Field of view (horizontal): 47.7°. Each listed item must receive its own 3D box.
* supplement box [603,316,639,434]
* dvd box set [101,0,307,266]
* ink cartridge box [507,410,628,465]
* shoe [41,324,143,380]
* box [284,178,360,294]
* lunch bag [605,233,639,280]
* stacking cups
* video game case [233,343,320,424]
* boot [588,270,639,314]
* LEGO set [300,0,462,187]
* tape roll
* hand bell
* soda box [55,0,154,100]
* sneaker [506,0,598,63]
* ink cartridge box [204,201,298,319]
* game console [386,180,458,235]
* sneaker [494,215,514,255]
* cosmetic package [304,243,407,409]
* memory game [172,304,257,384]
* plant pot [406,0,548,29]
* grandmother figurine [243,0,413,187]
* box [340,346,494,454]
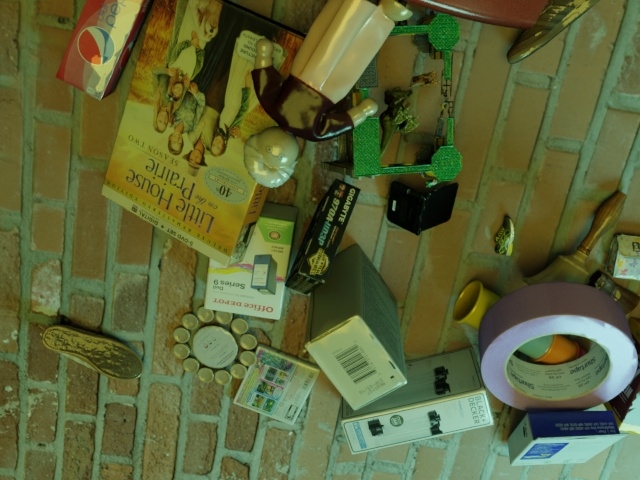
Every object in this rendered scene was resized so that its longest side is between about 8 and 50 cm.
[{"bbox_3d":[0.701,0.285,1.459,0.191,0.129,0.194,13,112,-3],"label":"supplement box"},{"bbox_3d":[-0.206,-0.206,1.269,0.308,0.062,0.420,29,111,17],"label":"dvd box set"},{"bbox_3d":[0.478,0.390,1.438,0.165,0.065,0.332,-2,155,3],"label":"ink cartridge box"},{"bbox_3d":[-0.476,0.231,1.527,0.219,0.058,0.076,27,79,-13],"label":"shoe"},{"bbox_3d":[0.000,0.000,1.293,0.051,0.220,0.175,23,77,-4],"label":"box"},{"bbox_3d":[0.600,0.031,1.403,0.071,0.053,0.083,8,103,-2],"label":"lunch bag"},{"bbox_3d":[0.424,0.188,1.453,0.316,0.096,0.096,27,110,-10],"label":"stacking cups"},{"bbox_3d":[-0.095,0.311,1.559,0.143,0.019,0.157,22,112,-6],"label":"video game case"},{"bbox_3d":[0.570,0.128,1.454,0.114,0.037,0.106,33,112,-15],"label":"boot"},{"bbox_3d":[0.109,-0.246,1.271,0.255,0.192,0.331,-15,105,-17],"label":"LEGO set"},{"bbox_3d":[0.436,0.205,1.350,0.275,0.090,0.274,3,130,4],"label":"tape roll"},{"bbox_3d":[0.510,0.013,1.386,0.126,0.126,0.242,32,97,-10],"label":"hand bell"},{"bbox_3d":[-0.360,-0.382,1.257,0.092,0.083,0.263,27,111,-8],"label":"soda box"},{"bbox_3d":[0.389,-0.384,1.249,0.188,0.066,0.071,-37,89,10],"label":"sneaker"},{"bbox_3d":[-0.136,0.034,1.410,0.154,0.093,0.212,10,113,-2],"label":"ink cartridge box"},{"bbox_3d":[0.190,-0.073,1.366,0.107,0.071,0.122,28,150,18],"label":"game console"},{"bbox_3d":[0.356,-0.007,1.407,0.035,0.031,0.083,-2,112,3],"label":"sneaker"},{"bbox_3d":[0.065,0.147,1.332,0.113,0.309,0.160,-32,106,13],"label":"cosmetic package"},{"bbox_3d":[-0.221,0.220,1.522,0.186,0.012,0.186,2,108,7],"label":"memory game"},{"bbox_3d":[0.245,-0.471,1.120,0.236,0.267,0.267,20,112,-20],"label":"plant pot"},{"bbox_3d":[-0.015,-0.236,1.111,0.208,0.104,0.342,33,104,4],"label":"grandmother figurine"},{"bbox_3d":[0.191,0.323,1.473,0.290,0.169,0.087,-15,110,7],"label":"box"}]
